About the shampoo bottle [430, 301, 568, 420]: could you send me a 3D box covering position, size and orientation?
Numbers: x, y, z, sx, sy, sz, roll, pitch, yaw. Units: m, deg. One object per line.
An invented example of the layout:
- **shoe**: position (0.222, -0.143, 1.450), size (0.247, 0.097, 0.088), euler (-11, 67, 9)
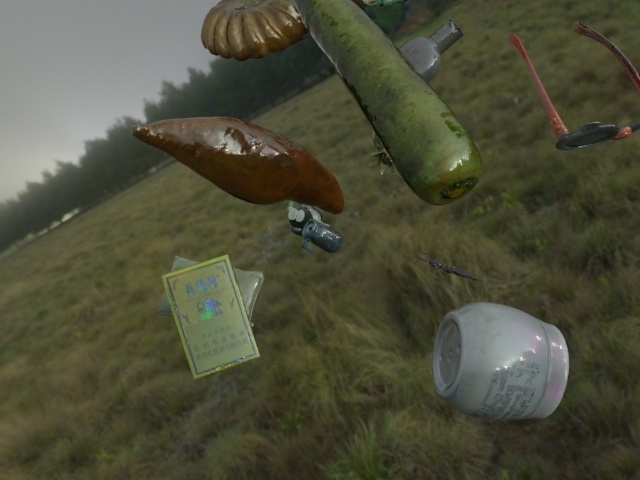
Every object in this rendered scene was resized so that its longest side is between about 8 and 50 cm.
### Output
- **shampoo bottle**: position (0.423, 0.289, 1.434), size (0.266, 0.273, 0.273), euler (11, 12, -9)

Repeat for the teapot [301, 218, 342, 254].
- **teapot**: position (0.000, -0.003, 1.271), size (0.063, 0.083, 0.049), euler (-49, 28, 22)

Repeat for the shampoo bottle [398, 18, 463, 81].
- **shampoo bottle**: position (0.136, -0.259, 0.889), size (0.165, 0.040, 0.080), euler (-39, 53, 14)

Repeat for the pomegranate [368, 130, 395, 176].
- **pomegranate**: position (0.228, -0.295, 1.872), size (0.220, 0.156, 0.156), euler (-66, 21, -7)

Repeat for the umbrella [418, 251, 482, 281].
- **umbrella**: position (0.222, 0.050, 1.043), size (0.122, 0.013, 0.022), euler (26, 64, 27)

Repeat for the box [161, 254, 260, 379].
- **box**: position (-0.221, 0.152, 1.221), size (0.141, 0.220, 0.064), euler (-19, -2, -7)

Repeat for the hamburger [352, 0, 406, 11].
- **hamburger**: position (0.108, -0.665, 1.483), size (0.150, 0.276, 0.261), euler (134, 155, -85)

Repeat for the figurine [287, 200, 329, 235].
- **figurine**: position (-0.049, -0.071, 2.032), size (0.147, 0.126, 0.192), euler (6, -9, 19)

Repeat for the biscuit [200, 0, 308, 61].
- **biscuit**: position (-0.168, -0.594, 1.596), size (0.325, 0.107, 0.326), euler (-8, 45, 8)

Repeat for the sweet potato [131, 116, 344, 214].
- **sweet potato**: position (-0.087, -0.105, 0.844), size (0.112, 0.359, 0.112), euler (-27, 56, 50)

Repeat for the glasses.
- **glasses**: position (0.478, -0.296, 1.075), size (0.234, 0.268, 0.118), euler (-17, -14, -19)

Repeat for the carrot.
- **carrot**: position (0.047, -0.182, 0.610), size (0.074, 0.359, 0.074), euler (-22, -29, -13)

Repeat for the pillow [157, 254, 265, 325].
- **pillow**: position (-0.310, 0.150, 1.724), size (0.302, 0.075, 0.185), euler (9, 69, 17)
